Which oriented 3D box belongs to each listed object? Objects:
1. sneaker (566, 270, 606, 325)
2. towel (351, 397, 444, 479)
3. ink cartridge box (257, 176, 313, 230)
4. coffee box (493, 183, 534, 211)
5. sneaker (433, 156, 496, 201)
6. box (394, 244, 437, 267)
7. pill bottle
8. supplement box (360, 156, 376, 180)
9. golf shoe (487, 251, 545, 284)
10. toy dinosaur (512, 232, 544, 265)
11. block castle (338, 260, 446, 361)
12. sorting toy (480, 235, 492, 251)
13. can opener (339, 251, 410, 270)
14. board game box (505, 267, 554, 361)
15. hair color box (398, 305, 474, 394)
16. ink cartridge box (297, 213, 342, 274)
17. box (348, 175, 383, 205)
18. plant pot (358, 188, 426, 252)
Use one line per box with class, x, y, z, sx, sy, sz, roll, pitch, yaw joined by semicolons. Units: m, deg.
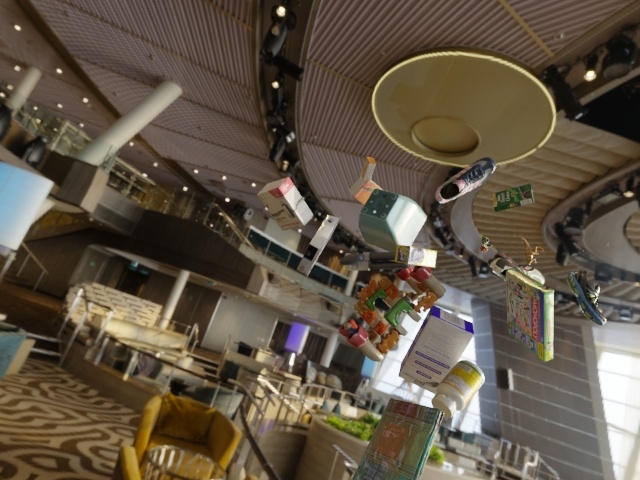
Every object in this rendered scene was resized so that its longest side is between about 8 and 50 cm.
sneaker;0.880;0.182;1.322;0.078;0.188;0.067;-17;-26;8
towel;0.247;0.721;1.370;0.040;0.370;0.271;44;-30;-18
ink cartridge box;-0.158;-0.161;1.840;0.158;0.092;0.218;-10;-56;43
coffee box;0.961;-0.213;2.027;0.184;0.113;0.040;-14;-50;35
sneaker;0.682;-0.275;1.904;0.112;0.319;0.131;54;18;0
box;0.316;0.052;1.336;0.054;0.059;0.168;6;-2;45
pill bottle;0.507;0.553;1.506;0.117;0.208;0.118;35;-37;32
supplement box;0.230;-0.345;1.961;0.036;0.062;0.099;8;-57;-15
golf shoe;0.864;0.158;1.783;0.272;0.120;0.105;23;-54;-6
toy dinosaur;1.043;0.053;2.025;0.112;0.212;0.064;-15;8;-11
block castle;0.284;0.279;1.743;0.213;0.453;0.303;46;-7;-1
sorting toy;1.008;0.024;2.458;0.061;0.102;0.042;22;-15;-24
can opener;0.216;0.087;1.646;0.283;0.076;0.095;-3;5;26
board game box;0.834;0.293;1.623;0.046;0.318;0.213;-16;22;-8
hair color box;0.480;0.461;1.703;0.185;0.339;0.110;25;22;8
ink cartridge box;0.000;0.000;1.853;0.065;0.333;0.166;29;-54;3
box;0.269;-0.270;2.289;0.170;0.130;0.091;32;16;-31
plant pot;0.325;-0.115;1.966;0.247;0.248;0.252;22;-16;38
